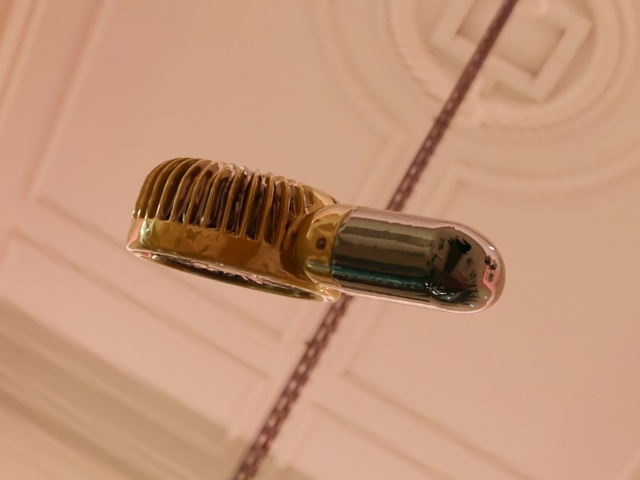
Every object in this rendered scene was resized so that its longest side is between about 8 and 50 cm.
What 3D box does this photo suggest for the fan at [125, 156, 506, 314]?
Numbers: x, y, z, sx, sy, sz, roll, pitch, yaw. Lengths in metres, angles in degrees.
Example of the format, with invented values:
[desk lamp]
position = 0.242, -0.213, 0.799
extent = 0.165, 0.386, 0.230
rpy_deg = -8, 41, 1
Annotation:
[fan]
position = 0.000, 0.000, 0.715
extent = 0.155, 0.039, 0.082
rpy_deg = 10, -7, 39
